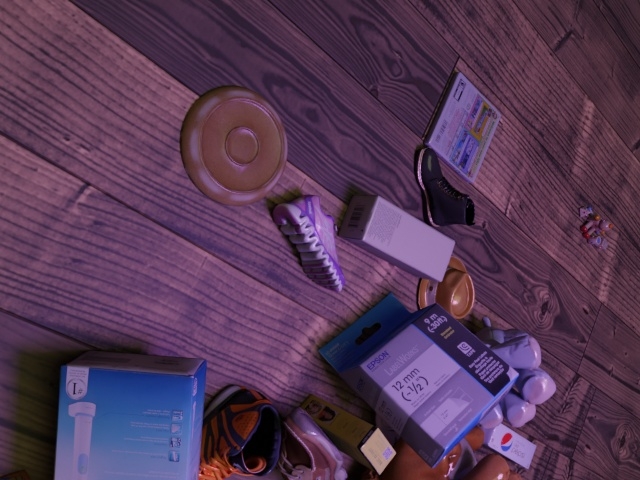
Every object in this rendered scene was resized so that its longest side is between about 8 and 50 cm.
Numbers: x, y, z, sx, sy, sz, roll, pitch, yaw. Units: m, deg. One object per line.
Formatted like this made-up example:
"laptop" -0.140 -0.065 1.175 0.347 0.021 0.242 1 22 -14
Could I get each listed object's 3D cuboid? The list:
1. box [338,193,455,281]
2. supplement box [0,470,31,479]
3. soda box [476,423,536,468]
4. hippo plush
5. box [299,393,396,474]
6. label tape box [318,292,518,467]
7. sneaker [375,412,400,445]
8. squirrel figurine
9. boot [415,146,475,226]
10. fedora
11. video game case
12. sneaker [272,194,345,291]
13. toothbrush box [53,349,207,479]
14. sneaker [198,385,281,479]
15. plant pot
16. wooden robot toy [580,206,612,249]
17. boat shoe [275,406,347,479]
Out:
"box" 0.181 -0.004 1.435 0.275 0.094 0.113 28 78 -34
"supplement box" -0.492 0.506 1.015 0.080 0.078 0.233 -16 104 -34
"soda box" 0.516 0.567 1.745 0.216 0.069 0.074 36 73 -33
"hippo plush" 0.433 0.324 1.551 0.236 0.294 0.234 -12 101 -68
"box" 0.048 0.398 1.293 0.058 0.232 0.087 -45 117 -23
"label tape box" 0.203 0.264 1.331 0.249 0.347 0.115 -33 153 -29
"sneaker" 0.253 0.416 1.527 0.292 0.110 0.118 -4 88 -36
"squirrel figurine" 0.271 0.623 1.350 0.397 0.370 0.281 -31 144 2
"boot" 0.307 -0.129 1.486 0.077 0.137 0.198 -25 108 -32
"fedora" 0.335 0.136 1.567 0.194 0.079 0.194 -3 96 -36
"video game case" 0.367 -0.286 1.584 0.193 0.023 0.212 33 75 -33
"sneaker" 0.000 0.000 1.312 0.104 0.095 0.236 -44 117 -33
"toothbrush box" -0.315 0.347 1.037 0.216 0.126 0.295 4 91 0
"sneaker" -0.200 0.418 1.150 0.124 0.180 0.321 48 67 -28
"plant pot" -0.158 -0.184 1.214 0.236 0.032 0.236 -4 96 -34
"wooden robot toy" 0.870 -0.034 1.933 0.076 0.079 0.173 -43 117 -25
"boat shoe" -0.027 0.452 1.264 0.116 0.123 0.324 -36 140 -17
